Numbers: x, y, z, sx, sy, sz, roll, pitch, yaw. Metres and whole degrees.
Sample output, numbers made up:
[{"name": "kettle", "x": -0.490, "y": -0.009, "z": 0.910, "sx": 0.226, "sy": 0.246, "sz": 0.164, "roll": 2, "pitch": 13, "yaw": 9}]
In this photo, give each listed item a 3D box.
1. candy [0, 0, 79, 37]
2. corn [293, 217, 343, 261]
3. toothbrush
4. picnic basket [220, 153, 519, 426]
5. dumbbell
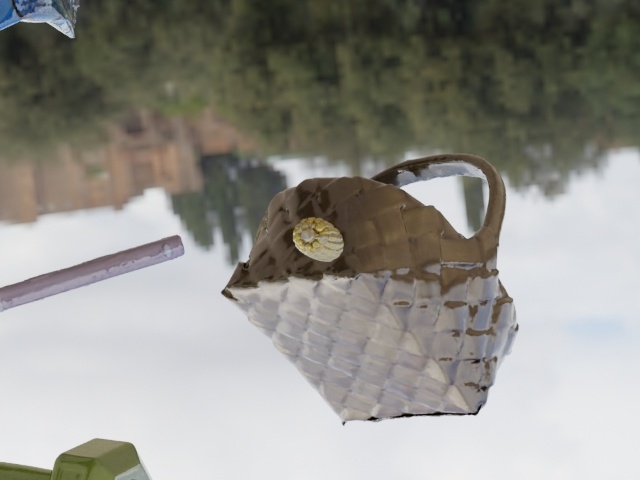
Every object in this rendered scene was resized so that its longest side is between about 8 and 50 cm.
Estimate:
[{"name": "candy", "x": -0.205, "y": -0.188, "z": 1.328, "sx": 0.038, "sy": 0.088, "sz": 0.136, "roll": -3, "pitch": -178, "yaw": 23}, {"name": "corn", "x": 0.000, "y": 0.000, "z": 1.681, "sx": 0.037, "sy": 0.037, "sz": 0.092, "roll": -5, "pitch": 174, "yaw": 9}, {"name": "toothbrush", "x": -0.294, "y": 0.055, "z": 1.758, "sx": 0.354, "sy": 0.024, "sz": 0.029, "roll": -17, "pitch": -169, "yaw": -16}, {"name": "picnic basket", "x": 0.092, "y": 0.017, "z": 2.216, "sx": 0.293, "sy": 0.337, "sz": 0.337, "roll": -9, "pitch": -173, "yaw": 40}, {"name": "dumbbell", "x": -0.309, "y": 0.244, "z": 1.867, "sx": 0.302, "sy": 0.121, "sz": 0.108, "roll": 5, "pitch": 164, "yaw": 30}]
